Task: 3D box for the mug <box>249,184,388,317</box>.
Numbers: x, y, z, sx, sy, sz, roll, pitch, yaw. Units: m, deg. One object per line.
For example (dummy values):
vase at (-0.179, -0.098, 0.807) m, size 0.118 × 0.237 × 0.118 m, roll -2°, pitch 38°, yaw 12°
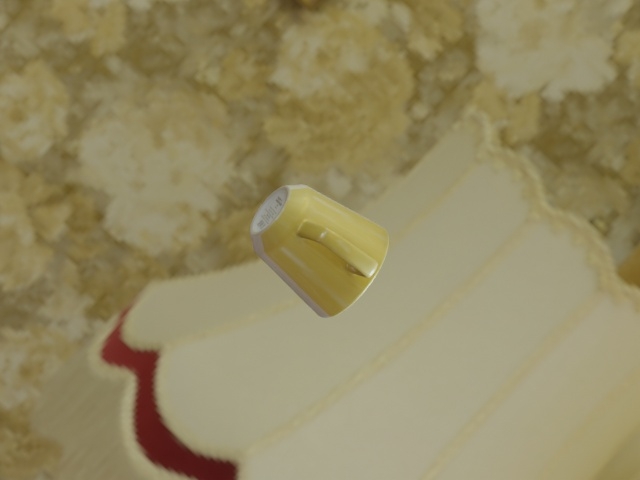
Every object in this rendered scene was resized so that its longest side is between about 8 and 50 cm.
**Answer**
mug at (0.000, -0.002, 0.844) m, size 0.064 × 0.078 × 0.062 m, roll 37°, pitch 49°, yaw -21°
